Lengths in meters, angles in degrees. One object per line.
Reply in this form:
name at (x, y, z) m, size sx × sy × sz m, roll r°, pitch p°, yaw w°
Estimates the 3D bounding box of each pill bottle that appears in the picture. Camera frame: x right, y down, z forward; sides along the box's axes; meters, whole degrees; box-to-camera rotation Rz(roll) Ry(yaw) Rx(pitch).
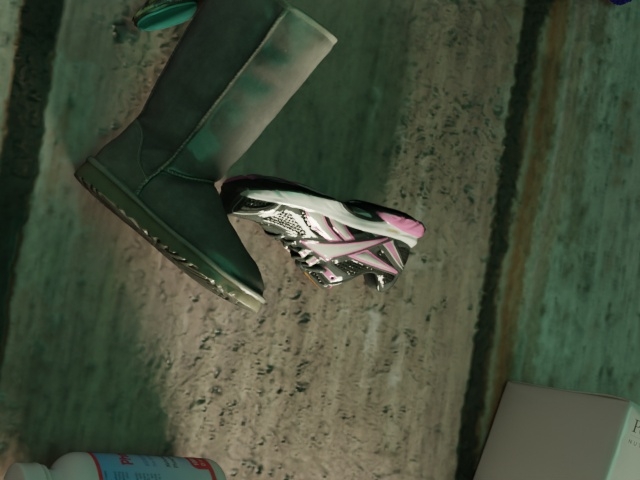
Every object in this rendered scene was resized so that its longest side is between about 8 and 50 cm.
pill bottle at (-0.154, 0.202, 1.151) m, size 0.160 × 0.087 × 0.087 m, roll 8°, pitch 87°, yaw -29°

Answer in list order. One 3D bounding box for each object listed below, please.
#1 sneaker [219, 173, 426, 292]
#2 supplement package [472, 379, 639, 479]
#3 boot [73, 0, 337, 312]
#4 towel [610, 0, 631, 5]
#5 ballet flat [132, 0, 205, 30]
sneaker at (0.000, 0.000, 1.244) m, size 0.178 × 0.072 × 0.077 m, roll 15°, pitch 95°, yaw -22°
supplement package at (0.224, 0.290, 1.312) m, size 0.177 × 0.175 × 0.293 m, roll 25°, pitch 79°, yaw -26°
boot at (-0.059, -0.077, 1.166) m, size 0.189 × 0.076 × 0.208 m, roll 41°, pitch 79°, yaw -1°
towel at (0.314, -0.366, 1.314) m, size 0.076 × 0.227 × 0.308 m, roll 5°, pitch 89°, yaw -16°
ballet flat at (-0.100, -0.191, 1.204) m, size 0.114 × 0.041 × 0.041 m, roll -15°, pitch 98°, yaw -28°
